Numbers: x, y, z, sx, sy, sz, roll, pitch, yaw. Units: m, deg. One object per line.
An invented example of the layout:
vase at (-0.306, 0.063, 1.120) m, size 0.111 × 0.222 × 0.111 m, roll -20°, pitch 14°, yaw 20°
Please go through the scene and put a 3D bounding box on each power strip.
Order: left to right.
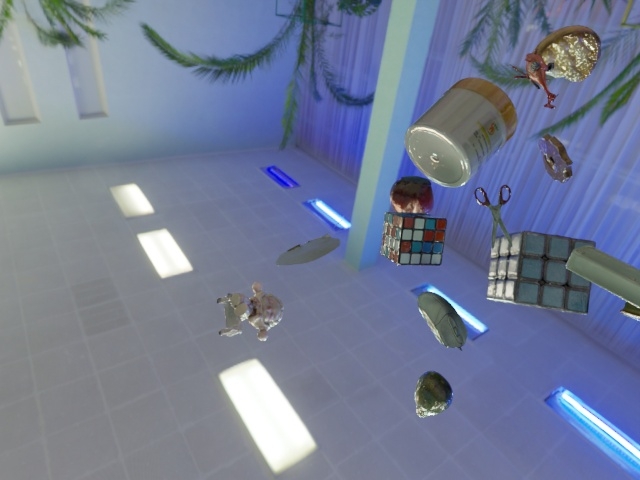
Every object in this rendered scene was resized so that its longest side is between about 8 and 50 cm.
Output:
power strip at (0.784, 0.131, 0.957) m, size 0.091 × 0.062 × 0.385 m, roll -13°, pitch -144°, yaw -31°

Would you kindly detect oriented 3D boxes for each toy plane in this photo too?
toy plane at (0.649, -0.485, 1.218) m, size 0.126 × 0.077 × 0.194 m, roll 15°, pitch -121°, yaw -5°

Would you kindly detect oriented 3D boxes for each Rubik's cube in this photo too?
Rubik's cube at (0.299, -0.009, 1.328) m, size 0.154 × 0.154 × 0.151 m, roll 2°, pitch -170°, yaw -14°
Rubik's cube at (0.914, 0.135, 1.729) m, size 0.302 × 0.304 × 0.304 m, roll 7°, pitch 174°, yaw 1°

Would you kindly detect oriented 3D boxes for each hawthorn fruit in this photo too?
hawthorn fruit at (0.456, -0.200, 2.028) m, size 0.216 × 0.249 × 0.215 m, roll -19°, pitch -143°, yaw 14°

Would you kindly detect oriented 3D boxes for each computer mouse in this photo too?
computer mouse at (0.411, 0.261, 1.358) m, size 0.113 × 0.068 × 0.228 m, roll -23°, pitch -114°, yaw -25°

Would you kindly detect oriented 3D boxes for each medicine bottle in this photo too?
medicine bottle at (0.409, -0.313, 1.205) m, size 0.232 × 0.237 × 0.238 m, roll -45°, pitch -127°, yaw -13°

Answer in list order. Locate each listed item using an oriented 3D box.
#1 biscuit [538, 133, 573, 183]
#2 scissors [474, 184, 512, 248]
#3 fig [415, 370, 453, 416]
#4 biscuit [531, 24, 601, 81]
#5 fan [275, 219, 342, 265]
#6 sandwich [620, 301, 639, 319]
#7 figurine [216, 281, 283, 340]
biscuit at (0.853, -0.292, 1.464) m, size 0.034 × 0.182 × 0.215 m, roll -23°, pitch -165°, yaw 13°
scissors at (0.682, -0.092, 1.576) m, size 0.145 × 0.247 × 0.017 m, roll -6°, pitch 170°, yaw -2°
fig at (0.354, 0.508, 1.327) m, size 0.123 × 0.156 × 0.123 m, roll 25°, pitch -152°, yaw -14°
biscuit at (0.973, -0.735, 1.608) m, size 0.275 × 0.213 × 0.091 m, roll 13°, pitch -132°, yaw -17°
fan at (0.000, 0.001, 1.131) m, size 0.182 × 0.010 × 0.310 m, roll -7°, pitch -160°, yaw 32°
sandwich at (1.177, 0.268, 1.414) m, size 0.212 × 0.063 × 0.245 m, roll 17°, pitch 177°, yaw 24°
figurine at (-0.221, 0.250, 1.395) m, size 0.257 × 0.144 × 0.181 m, roll 17°, pitch -145°, yaw -52°
